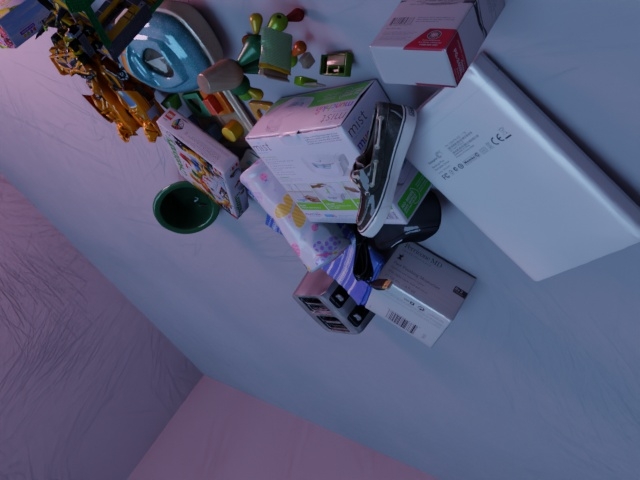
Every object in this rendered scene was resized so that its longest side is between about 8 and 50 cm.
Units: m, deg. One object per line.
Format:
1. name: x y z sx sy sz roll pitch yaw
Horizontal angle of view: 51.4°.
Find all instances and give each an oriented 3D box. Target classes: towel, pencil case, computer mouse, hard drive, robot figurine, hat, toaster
1. towel: 0.000 0.000 1.551 0.336 0.040 0.243 39 155 13
2. pencil case: -0.052 -0.064 1.402 0.273 0.113 0.124 53 -174 1
3. computer mouse: 0.130 0.004 1.294 0.060 0.184 0.262 3 173 -33
4. hard drive: 0.294 -0.096 1.023 0.353 0.047 0.233 43 148 -6
5. robot figurine: -0.461 -0.338 1.440 0.211 0.085 0.291 6 147 40
6. hat: -0.380 -0.134 1.865 0.208 0.183 0.173 -33 125 19
7. toaster: 0.034 0.151 1.743 0.168 0.110 0.186 49 152 -24

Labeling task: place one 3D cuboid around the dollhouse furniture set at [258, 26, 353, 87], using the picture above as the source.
1. dollhouse furniture set: -0.023 -0.280 1.035 0.152 0.076 0.059 0 -171 -45

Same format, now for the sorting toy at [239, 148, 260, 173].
1. sorting toy: -0.147 -0.169 1.496 0.083 0.045 0.075 31 146 16

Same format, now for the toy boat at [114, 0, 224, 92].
1. toy boat: -0.339 -0.392 1.217 0.268 0.148 0.318 6 142 47

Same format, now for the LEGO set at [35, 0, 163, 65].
1. LEGO set: -0.325 -0.439 0.967 0.192 0.331 0.255 33 175 9

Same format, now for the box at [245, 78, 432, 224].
1. box: 0.032 -0.148 1.204 0.262 0.126 0.231 3 139 49

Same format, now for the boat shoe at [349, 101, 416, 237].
1. boat shoe: 0.083 -0.110 1.039 0.070 0.219 0.077 9 -157 -14

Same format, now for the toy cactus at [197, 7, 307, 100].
1. toy cactus: -0.125 -0.297 1.100 0.112 0.180 0.219 59 147 -3

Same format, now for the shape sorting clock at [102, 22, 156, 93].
1. shape sorting clock: -0.446 -0.398 1.465 0.206 0.040 0.206 28 154 15

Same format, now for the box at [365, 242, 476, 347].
1. box: 0.213 0.117 1.450 0.181 0.119 0.182 31 154 10

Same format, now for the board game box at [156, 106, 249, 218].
1. board game box: -0.263 -0.170 1.542 0.193 0.053 0.305 38 166 9

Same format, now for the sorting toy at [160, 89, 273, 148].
1. sorting toy: -0.223 -0.262 1.418 0.348 0.047 0.196 4 141 48

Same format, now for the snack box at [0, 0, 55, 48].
1. snack box: -0.647 -0.482 1.412 0.207 0.174 0.070 15 145 39

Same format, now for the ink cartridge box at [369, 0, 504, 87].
1. ink cartridge box: 0.148 -0.267 0.830 0.109 0.150 0.063 14 152 38

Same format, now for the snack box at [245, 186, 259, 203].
1. snack box: -0.129 -0.100 1.553 0.178 0.022 0.064 43 155 24
